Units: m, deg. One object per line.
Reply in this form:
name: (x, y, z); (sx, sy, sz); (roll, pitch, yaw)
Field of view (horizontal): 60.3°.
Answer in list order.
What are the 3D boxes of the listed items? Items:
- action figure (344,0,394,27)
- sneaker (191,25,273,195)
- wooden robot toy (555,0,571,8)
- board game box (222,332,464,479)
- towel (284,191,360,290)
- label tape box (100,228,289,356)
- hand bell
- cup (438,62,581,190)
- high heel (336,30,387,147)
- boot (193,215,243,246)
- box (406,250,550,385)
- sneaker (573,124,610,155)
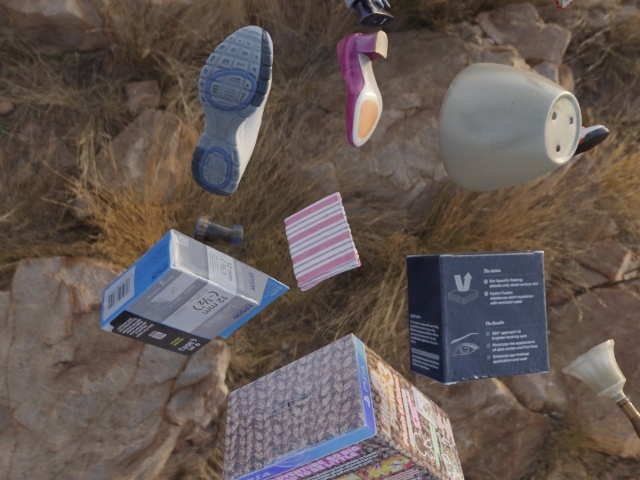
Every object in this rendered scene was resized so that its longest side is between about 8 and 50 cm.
action figure: (0.034, -0.494, 0.908); (0.099, 0.185, 0.285); (-21, 78, -29)
sneaker: (-0.147, -0.226, 0.946); (0.111, 0.297, 0.129); (24, 33, -1)
wooden robot toy: (0.595, -0.602, 1.300); (0.079, 0.076, 0.173); (-8, 43, 20)
board game box: (0.040, 0.306, 0.823); (0.291, 0.232, 0.141); (45, 26, -35)
towel: (0.000, 0.000, 1.187); (0.144, 0.029, 0.197); (-25, 53, 15)
label tape box: (-0.267, 0.147, 1.238); (0.347, 0.249, 0.115); (32, 32, -38)
hand bell: (0.621, 0.338, 1.124); (0.126, 0.126, 0.242); (-20, 61, -17)
cup: (0.487, -0.277, 1.357); (0.331, 0.237, 0.331); (-8, 103, -38)
high heel: (0.062, -0.307, 1.123); (0.082, 0.117, 0.244); (9, 87, -47)
boot: (-0.242, -0.004, 1.307); (0.106, 0.219, 0.082); (12, 83, -10)
box: (0.203, 0.094, 0.719); (0.156, 0.093, 0.158); (-1, 88, -19)
sneaker: (0.689, -0.306, 1.587); (0.090, 0.270, 0.145); (-4, 75, -24)
